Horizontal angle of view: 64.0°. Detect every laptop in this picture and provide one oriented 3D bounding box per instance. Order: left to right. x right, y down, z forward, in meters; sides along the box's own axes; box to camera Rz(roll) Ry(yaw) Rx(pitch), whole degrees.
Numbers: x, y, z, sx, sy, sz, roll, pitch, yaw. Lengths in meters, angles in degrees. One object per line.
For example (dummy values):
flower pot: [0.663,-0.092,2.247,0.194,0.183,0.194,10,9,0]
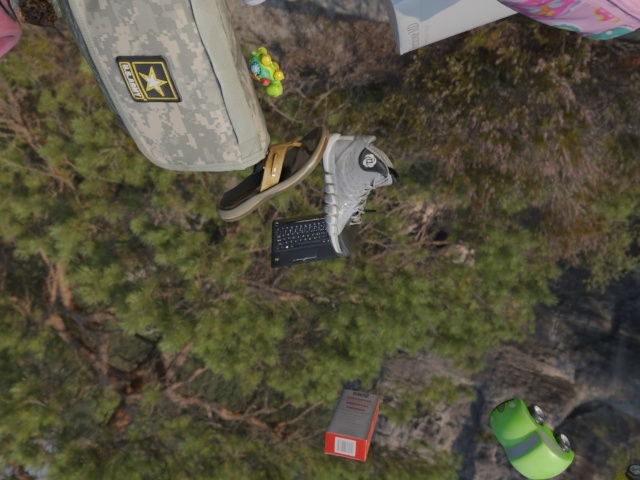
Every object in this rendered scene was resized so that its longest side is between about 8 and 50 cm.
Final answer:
laptop: [0.000,0.000,1.336,0.234,0.137,0.264,-8,133,-16]

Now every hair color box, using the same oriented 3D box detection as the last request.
hair color box: [0.058,0.318,0.895,0.071,0.141,0.043,6,106,15]

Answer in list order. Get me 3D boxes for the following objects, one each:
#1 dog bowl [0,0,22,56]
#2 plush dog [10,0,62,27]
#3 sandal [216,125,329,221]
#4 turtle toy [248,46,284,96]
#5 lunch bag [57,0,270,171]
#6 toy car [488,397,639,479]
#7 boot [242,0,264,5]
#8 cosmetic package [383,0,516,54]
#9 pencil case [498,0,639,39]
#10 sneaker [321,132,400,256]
dog bowl: [-0.537,-0.216,0.582,0.407,0.408,0.150,-3,128,44]
plush dog: [-0.507,-0.517,0.947,0.210,0.262,0.225,10,126,-43]
sandal: [-0.066,-0.091,0.652,0.180,0.072,0.049,-33,126,8]
turtle toy: [-0.135,-0.423,1.296,0.066,0.095,0.130,-36,126,10]
lunch bag: [-0.184,-0.225,0.602,0.287,0.168,0.235,38,152,42]
toy car: [0.279,0.279,0.577,0.225,0.053,0.239,46,117,3]
boot: [-0.145,-0.687,1.259,0.258,0.095,0.123,-21,162,40]
cosmetic package: [0.256,-0.392,0.638,0.384,0.156,0.217,-18,-179,14]
pencil case: [0.169,-0.221,0.375,0.284,0.124,0.124,-10,180,-40]
sneaker: [0.077,-0.078,0.912,0.132,0.086,0.229,-1,108,17]
